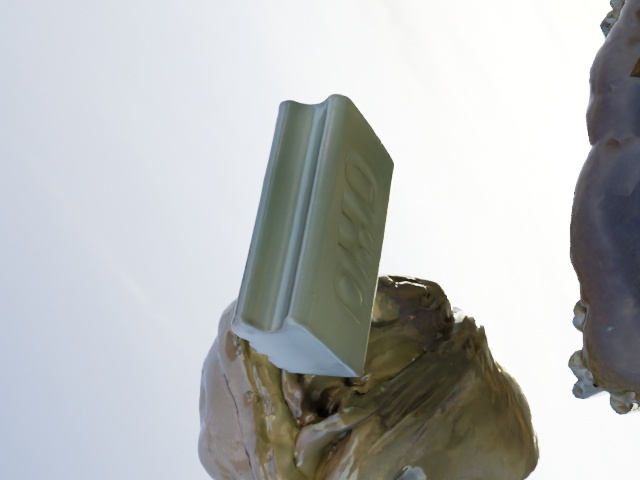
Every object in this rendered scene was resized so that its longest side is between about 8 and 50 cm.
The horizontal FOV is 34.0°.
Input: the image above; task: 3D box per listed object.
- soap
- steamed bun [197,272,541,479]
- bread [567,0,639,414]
[{"bbox_3d":[0.000,0.000,0.825,0.119,0.066,0.198,46,-132,-52],"label":"soap"},{"bbox_3d":[0.047,0.156,1.122,0.339,0.247,0.352,-22,-131,-30],"label":"steamed bun"},{"bbox_3d":[0.198,-0.020,0.374,0.110,0.210,0.192,22,-107,-60],"label":"bread"}]
